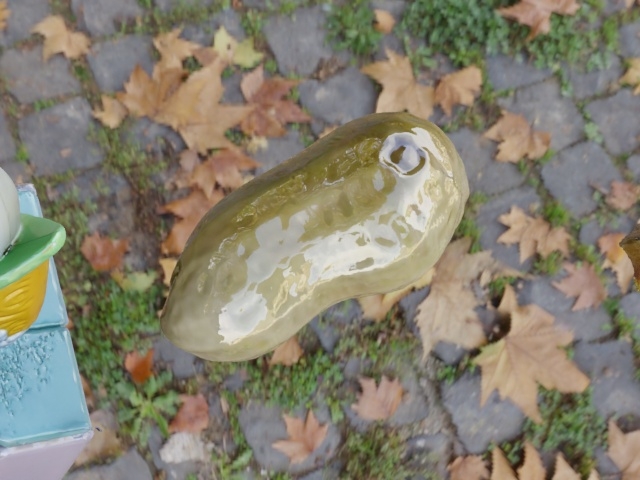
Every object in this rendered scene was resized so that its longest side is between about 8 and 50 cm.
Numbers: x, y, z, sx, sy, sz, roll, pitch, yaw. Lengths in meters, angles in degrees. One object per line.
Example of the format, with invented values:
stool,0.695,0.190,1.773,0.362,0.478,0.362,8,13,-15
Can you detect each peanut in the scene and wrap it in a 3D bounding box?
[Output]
peanut,0.000,0.000,0.698,0.236,0.110,0.120,-34,78,-22

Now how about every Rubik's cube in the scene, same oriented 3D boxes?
Rubik's cube,-0.327,0.107,0.831,0.225,0.221,0.231,-4,62,-31

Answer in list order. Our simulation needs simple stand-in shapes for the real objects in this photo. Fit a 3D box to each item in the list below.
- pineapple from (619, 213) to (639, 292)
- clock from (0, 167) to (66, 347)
pineapple,0.256,0.019,0.732,0.116,0.069,0.137,24,66,-36
clock,-0.250,-0.009,0.592,0.231,0.144,0.103,-1,34,12
